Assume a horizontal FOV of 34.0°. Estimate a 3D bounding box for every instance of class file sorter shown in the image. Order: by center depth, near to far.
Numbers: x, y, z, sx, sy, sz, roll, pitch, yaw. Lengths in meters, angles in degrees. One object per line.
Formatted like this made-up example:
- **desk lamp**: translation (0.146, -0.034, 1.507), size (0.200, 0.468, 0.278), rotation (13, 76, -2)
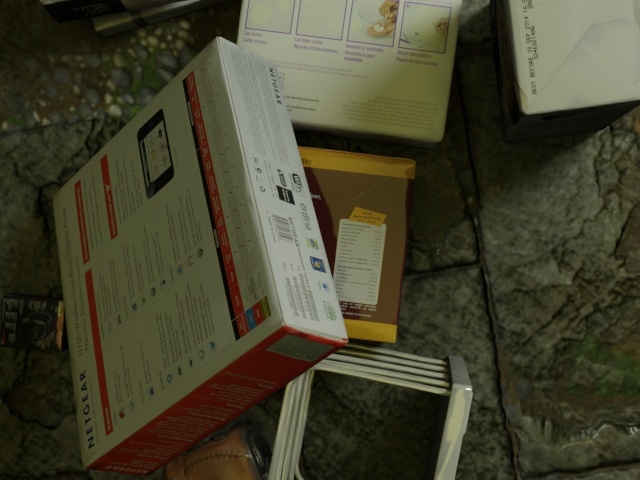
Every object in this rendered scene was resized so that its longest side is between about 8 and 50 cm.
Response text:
- **file sorter**: translation (0.050, 0.212, 1.075), size (0.173, 0.277, 0.193), rotation (10, 90, 6)

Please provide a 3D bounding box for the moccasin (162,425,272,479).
- **moccasin**: translation (-0.058, 0.399, 1.149), size (0.147, 0.139, 0.380), rotation (-28, 88, 4)

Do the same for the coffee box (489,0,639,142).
- **coffee box**: translation (0.240, -0.198, 1.052), size (0.118, 0.297, 0.168), rotation (-7, 90, 7)

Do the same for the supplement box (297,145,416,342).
- **supplement box**: translation (0.000, 0.000, 1.151), size (0.191, 0.129, 0.194), rotation (7, 90, 4)

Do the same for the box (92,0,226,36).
- **box**: translation (-0.187, -0.332, 1.211), size (0.186, 0.038, 0.145), rotation (-15, 88, 3)

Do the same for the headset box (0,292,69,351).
- **headset box**: translation (-0.327, 0.096, 1.222), size (0.083, 0.032, 0.062), rotation (4, 91, 3)

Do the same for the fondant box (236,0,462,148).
- **fondant box**: translation (0.039, -0.282, 1.168), size (0.238, 0.096, 0.330), rotation (8, 91, 4)

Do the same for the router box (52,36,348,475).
- **router box**: translation (-0.139, 0.018, 1.045), size (0.301, 0.082, 0.335), rotation (-37, 53, 32)

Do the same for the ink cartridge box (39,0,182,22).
- **ink cartridge box**: translation (-0.230, -0.433, 1.175), size (0.175, 0.069, 0.371), rotation (-8, 76, 7)
